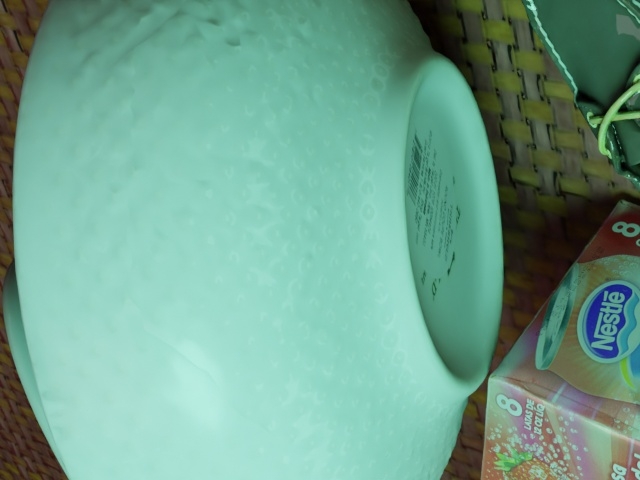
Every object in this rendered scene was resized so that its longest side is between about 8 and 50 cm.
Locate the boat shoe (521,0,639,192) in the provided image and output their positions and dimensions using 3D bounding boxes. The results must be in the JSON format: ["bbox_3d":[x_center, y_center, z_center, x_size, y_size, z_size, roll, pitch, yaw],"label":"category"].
[{"bbox_3d":[0.170,-0.055,0.773,0.228,0.069,0.081,46,144,-4],"label":"boat shoe"}]

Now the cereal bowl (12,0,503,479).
[{"bbox_3d":[0.000,0.000,0.790,0.141,0.339,0.339,-4,125,22],"label":"cereal bowl"}]

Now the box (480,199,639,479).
[{"bbox_3d":[0.180,0.148,0.899,0.142,0.154,0.300,24,141,24],"label":"box"}]

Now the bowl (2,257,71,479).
[{"bbox_3d":[-0.054,0.096,1.028,0.134,0.298,0.298,-32,105,10],"label":"bowl"}]
